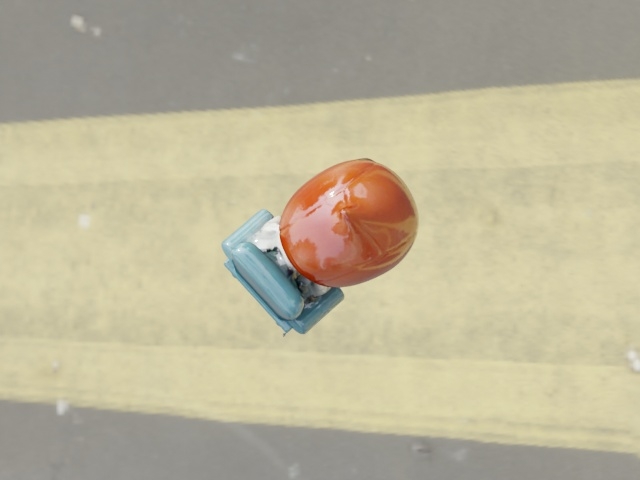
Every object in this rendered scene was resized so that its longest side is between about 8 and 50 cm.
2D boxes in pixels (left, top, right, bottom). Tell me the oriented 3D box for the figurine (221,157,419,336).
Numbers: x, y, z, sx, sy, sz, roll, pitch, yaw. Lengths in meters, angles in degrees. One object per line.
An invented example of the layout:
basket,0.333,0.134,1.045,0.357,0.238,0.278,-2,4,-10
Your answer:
figurine,0.000,0.000,0.795,0.068,0.075,0.140,51,153,1
